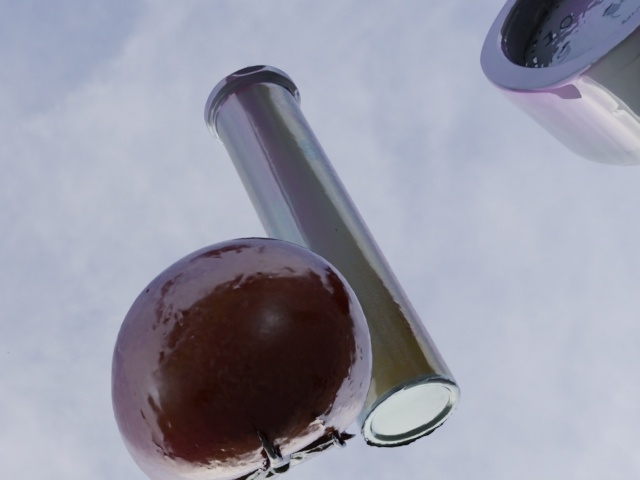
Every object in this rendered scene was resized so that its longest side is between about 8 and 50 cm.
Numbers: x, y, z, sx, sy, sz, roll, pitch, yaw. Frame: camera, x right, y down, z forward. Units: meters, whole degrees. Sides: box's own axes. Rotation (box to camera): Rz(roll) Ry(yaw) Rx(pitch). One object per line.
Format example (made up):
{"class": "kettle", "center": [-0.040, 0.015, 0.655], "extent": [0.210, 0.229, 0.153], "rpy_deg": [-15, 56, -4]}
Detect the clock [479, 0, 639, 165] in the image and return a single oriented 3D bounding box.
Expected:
{"class": "clock", "center": [0.283, -0.214, 0.798], "extent": [0.102, 0.338, 0.338], "rpy_deg": [39, -106, -17]}

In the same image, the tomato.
{"class": "tomato", "center": [-0.048, 0.074, 0.597], "extent": [0.167, 0.167, 0.167], "rpy_deg": [2, -97, -17]}

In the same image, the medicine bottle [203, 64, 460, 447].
{"class": "medicine bottle", "center": [0.000, 0.000, 0.938], "extent": [0.108, 0.108, 0.426], "rpy_deg": [-12, -131, -19]}
